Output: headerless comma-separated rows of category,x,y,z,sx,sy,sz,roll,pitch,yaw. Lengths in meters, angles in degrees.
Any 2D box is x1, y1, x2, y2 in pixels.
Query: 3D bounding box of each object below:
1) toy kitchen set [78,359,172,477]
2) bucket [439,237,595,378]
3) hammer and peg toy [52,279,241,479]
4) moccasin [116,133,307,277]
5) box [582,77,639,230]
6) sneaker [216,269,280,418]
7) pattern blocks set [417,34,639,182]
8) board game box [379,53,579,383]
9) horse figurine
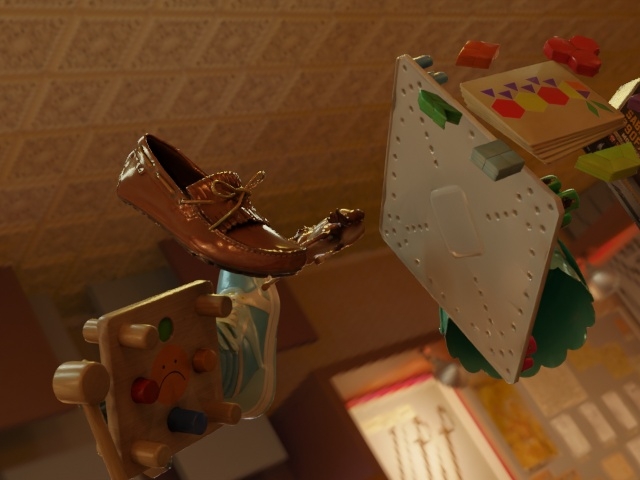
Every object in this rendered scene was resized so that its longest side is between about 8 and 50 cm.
toy kitchen set,-0.281,0.266,1.725,0.166,0.122,0.207,-32,-47,16
bucket,0.346,0.099,1.939,0.281,0.183,0.281,-4,-54,-6
hammer and peg toy,-0.269,0.226,1.592,0.127,0.266,0.361,3,14,32
moccasin,-0.168,-0.058,1.688,0.139,0.380,0.147,0,-62,-49
box,0.559,-0.135,1.798,0.183,0.231,0.056,-46,15,-34
sneaker,-0.176,0.150,1.905,0.127,0.319,0.208,-21,-28,28
pattern blocks set,0.279,-0.164,1.308,0.325,0.285,0.026,-11,-44,-26
board game box,0.226,-0.035,1.622,0.050,0.390,0.390,-21,-40,-22
horse figurine,0.000,0.000,1.747,0.174,0.066,0.263,-36,3,-38
